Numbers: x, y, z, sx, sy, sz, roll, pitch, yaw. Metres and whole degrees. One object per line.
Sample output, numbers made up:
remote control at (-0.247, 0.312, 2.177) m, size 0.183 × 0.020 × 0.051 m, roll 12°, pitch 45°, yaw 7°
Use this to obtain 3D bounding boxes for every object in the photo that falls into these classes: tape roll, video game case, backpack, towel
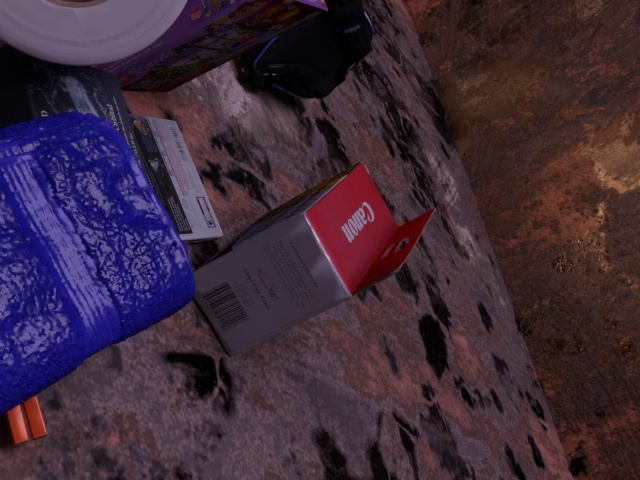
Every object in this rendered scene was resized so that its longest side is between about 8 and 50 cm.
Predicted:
tape roll at (-0.247, -0.312, 0.802) m, size 0.246 × 0.246 × 0.169 m, roll 53°, pitch 4°, yaw -21°
video game case at (-0.220, -0.084, 1.071) m, size 0.173 × 0.022 × 0.191 m, roll -7°, pitch 72°, yaw -66°
backpack at (-0.030, -0.411, 1.552) m, size 0.263 × 0.276 × 0.213 m, roll 29°, pitch 27°, yaw -57°
towel at (-0.255, 0.008, 0.660) m, size 0.228 × 0.076 × 0.308 m, roll 57°, pitch 39°, yaw 1°

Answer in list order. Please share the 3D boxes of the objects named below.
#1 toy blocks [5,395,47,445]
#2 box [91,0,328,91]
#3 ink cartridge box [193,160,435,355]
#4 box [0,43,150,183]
toy blocks at (-0.279, 0.149, 0.658) m, size 0.123 × 0.054 × 0.148 m, roll 9°, pitch 57°, yaw -61°
box at (-0.158, -0.287, 1.071) m, size 0.201 × 0.293 × 0.057 m, roll -21°, pitch 91°, yaw -66°
ink cartridge box at (0.000, 0.000, 1.120) m, size 0.130 × 0.271 × 0.309 m, roll 60°, pitch 23°, yaw -8°
box at (-0.291, -0.117, 0.870) m, size 0.158 × 0.093 × 0.156 m, roll 8°, pitch 58°, yaw -61°
